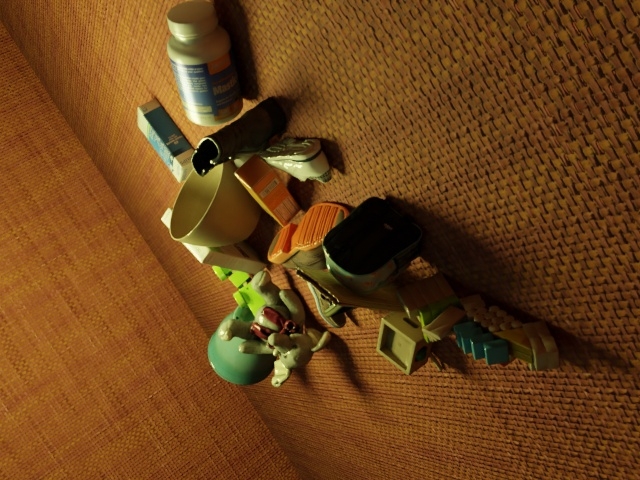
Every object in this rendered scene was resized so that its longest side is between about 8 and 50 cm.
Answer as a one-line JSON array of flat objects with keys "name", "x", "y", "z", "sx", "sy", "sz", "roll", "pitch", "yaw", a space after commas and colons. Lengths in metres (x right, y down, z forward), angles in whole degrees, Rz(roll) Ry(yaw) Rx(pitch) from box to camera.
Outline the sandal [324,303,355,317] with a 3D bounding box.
[{"name": "sandal", "x": 0.082, "y": 0.112, "z": 1.667, "sx": 0.086, "sy": 0.120, "sz": 0.302, "roll": 65, "pitch": 155, "yaw": 23}]

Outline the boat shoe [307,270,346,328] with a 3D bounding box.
[{"name": "boat shoe", "x": 0.023, "y": 0.172, "z": 1.886, "sx": 0.183, "sy": 0.066, "sz": 0.066, "roll": 58, "pitch": 155, "yaw": -5}]

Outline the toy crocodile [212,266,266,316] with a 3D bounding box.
[{"name": "toy crocodile", "x": -0.285, "y": 0.146, "z": 2.382, "sx": 0.340, "sy": 0.115, "sz": 0.105, "roll": 52, "pitch": 175, "yaw": 13}]

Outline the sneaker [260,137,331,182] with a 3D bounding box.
[{"name": "sneaker", "x": -0.062, "y": -0.186, "z": 1.573, "sx": 0.235, "sy": 0.090, "sz": 0.094, "roll": 21, "pitch": 149, "yaw": 56}]

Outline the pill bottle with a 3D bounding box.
[{"name": "pill bottle", "x": -0.282, "y": -0.427, "z": 1.587, "sx": 0.152, "sy": 0.152, "sz": 0.272, "roll": 39, "pitch": 151, "yaw": 34}]

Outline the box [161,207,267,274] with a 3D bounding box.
[{"name": "box", "x": -0.343, "y": 0.008, "z": 2.155, "sx": 0.232, "sy": 0.058, "sz": 0.322, "roll": 43, "pitch": -170, "yaw": 28}]

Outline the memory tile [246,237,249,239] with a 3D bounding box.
[{"name": "memory tile", "x": -0.281, "y": -0.072, "z": 2.215, "sx": 0.113, "sy": 0.012, "sz": 0.148, "roll": 45, "pitch": 155, "yaw": 24}]

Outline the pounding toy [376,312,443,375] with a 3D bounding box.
[{"name": "pounding toy", "x": 0.225, "y": 0.254, "z": 1.599, "sx": 0.141, "sy": 0.100, "sz": 0.130, "roll": 35, "pitch": 135, "yaw": 35}]

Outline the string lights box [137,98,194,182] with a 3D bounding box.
[{"name": "string lights box", "x": -0.525, "y": -0.340, "z": 2.251, "sx": 0.259, "sy": 0.077, "sz": 0.133, "roll": 53, "pitch": 157, "yaw": 6}]

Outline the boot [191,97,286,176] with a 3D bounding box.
[{"name": "boot", "x": -0.233, "y": -0.228, "z": 1.660, "sx": 0.118, "sy": 0.223, "sz": 0.338, "roll": 53, "pitch": 156, "yaw": 6}]

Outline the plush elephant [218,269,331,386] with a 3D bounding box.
[{"name": "plush elephant", "x": -0.125, "y": 0.312, "z": 2.120, "sx": 0.330, "sy": 0.272, "sz": 0.255, "roll": 37, "pitch": -175, "yaw": -35}]

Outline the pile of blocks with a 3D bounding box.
[{"name": "pile of blocks", "x": 0.298, "y": 0.192, "z": 1.288, "sx": 0.362, "sy": 0.149, "sz": 0.112, "roll": 27, "pitch": 143, "yaw": 47}]

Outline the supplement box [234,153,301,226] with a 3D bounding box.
[{"name": "supplement box", "x": -0.132, "y": -0.125, "z": 1.694, "sx": 0.078, "sy": 0.080, "sz": 0.233, "roll": 43, "pitch": 173, "yaw": 27}]

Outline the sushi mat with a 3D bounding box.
[{"name": "sushi mat", "x": 0.101, "y": 0.115, "z": 1.442, "sx": 0.151, "sy": 0.317, "sz": 0.019, "roll": 36, "pitch": 107, "yaw": 44}]

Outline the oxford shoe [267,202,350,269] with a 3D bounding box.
[{"name": "oxford shoe", "x": 0.000, "y": 0.000, "z": 1.692, "sx": 0.133, "sy": 0.129, "sz": 0.364, "roll": 29, "pitch": 157, "yaw": -21}]

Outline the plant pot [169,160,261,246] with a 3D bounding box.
[{"name": "plant pot", "x": -0.290, "y": -0.094, "z": 1.945, "sx": 0.191, "sy": 0.284, "sz": 0.284, "roll": 28, "pitch": 171, "yaw": -30}]

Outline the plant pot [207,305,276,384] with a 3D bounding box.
[{"name": "plant pot", "x": -0.268, "y": 0.366, "z": 2.469, "sx": 0.271, "sy": 0.272, "sz": 0.255, "roll": 48, "pitch": 141, "yaw": 18}]

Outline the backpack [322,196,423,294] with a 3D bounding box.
[{"name": "backpack", "x": 0.102, "y": 0.022, "z": 1.392, "sx": 0.166, "sy": 0.188, "sz": 0.144, "roll": 42, "pitch": 153, "yaw": 27}]
